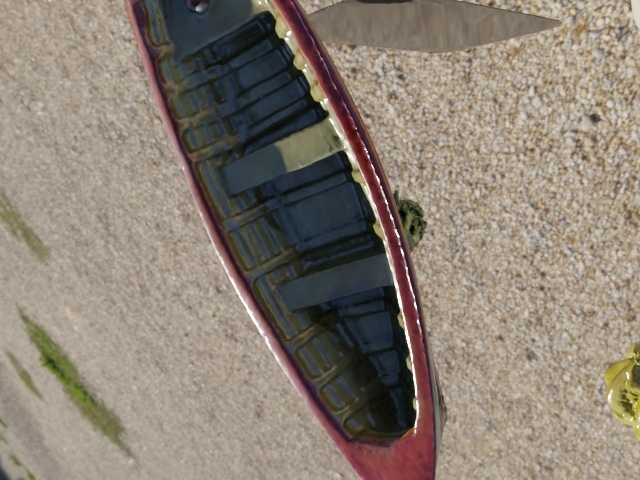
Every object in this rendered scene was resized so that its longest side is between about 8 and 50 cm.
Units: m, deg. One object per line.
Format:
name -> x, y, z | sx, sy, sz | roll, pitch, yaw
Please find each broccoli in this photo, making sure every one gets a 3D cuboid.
broccoli -> 0.150, -0.022, 1.197 | 0.130, 0.131, 0.120 | 42, -166, -28

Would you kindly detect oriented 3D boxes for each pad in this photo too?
pad -> 0.098, -0.212, 0.610 | 0.181, 0.267, 0.004 | 7, 101, 53

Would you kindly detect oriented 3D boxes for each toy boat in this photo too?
toy boat -> 0.000, 0.000, 0.391 | 0.136, 0.079, 0.392 | -18, 103, 33

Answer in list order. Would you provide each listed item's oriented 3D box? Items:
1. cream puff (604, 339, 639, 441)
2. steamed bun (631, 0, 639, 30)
cream puff -> 0.427, 0.178, 0.771 | 0.121, 0.156, 0.156 | -5, 120, 33
steamed bun -> 0.466, -0.253, 0.515 | 0.352, 0.339, 0.247 | 10, 108, -6
